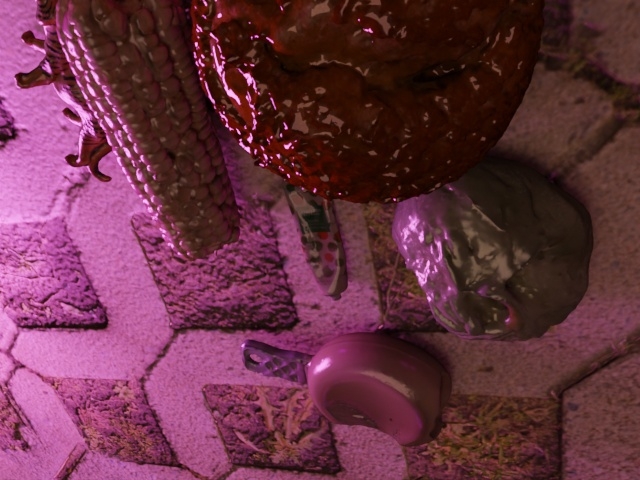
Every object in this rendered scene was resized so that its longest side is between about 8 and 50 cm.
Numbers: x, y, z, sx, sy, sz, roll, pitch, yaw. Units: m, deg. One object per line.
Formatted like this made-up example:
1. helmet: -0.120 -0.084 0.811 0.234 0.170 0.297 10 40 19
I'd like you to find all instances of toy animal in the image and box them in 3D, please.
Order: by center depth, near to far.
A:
1. toy animal: -0.275 -0.168 0.763 0.099 0.057 0.241 -2 125 23

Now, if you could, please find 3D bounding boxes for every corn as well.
1. corn: -0.170 -0.118 0.722 0.126 0.127 0.335 4 130 19

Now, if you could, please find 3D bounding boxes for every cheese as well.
1. cheese: 0.027 0.183 0.910 0.286 0.082 0.163 10 129 18

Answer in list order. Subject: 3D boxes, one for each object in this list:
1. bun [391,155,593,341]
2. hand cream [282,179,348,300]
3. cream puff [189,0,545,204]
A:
1. bun: 0.166 0.023 0.692 0.212 0.127 0.204 26 130 2
2. hand cream: 0.000 0.000 0.808 0.057 0.037 0.165 -3 119 24
3. cream puff: 0.026 -0.157 0.546 0.302 0.212 0.303 11 128 15
